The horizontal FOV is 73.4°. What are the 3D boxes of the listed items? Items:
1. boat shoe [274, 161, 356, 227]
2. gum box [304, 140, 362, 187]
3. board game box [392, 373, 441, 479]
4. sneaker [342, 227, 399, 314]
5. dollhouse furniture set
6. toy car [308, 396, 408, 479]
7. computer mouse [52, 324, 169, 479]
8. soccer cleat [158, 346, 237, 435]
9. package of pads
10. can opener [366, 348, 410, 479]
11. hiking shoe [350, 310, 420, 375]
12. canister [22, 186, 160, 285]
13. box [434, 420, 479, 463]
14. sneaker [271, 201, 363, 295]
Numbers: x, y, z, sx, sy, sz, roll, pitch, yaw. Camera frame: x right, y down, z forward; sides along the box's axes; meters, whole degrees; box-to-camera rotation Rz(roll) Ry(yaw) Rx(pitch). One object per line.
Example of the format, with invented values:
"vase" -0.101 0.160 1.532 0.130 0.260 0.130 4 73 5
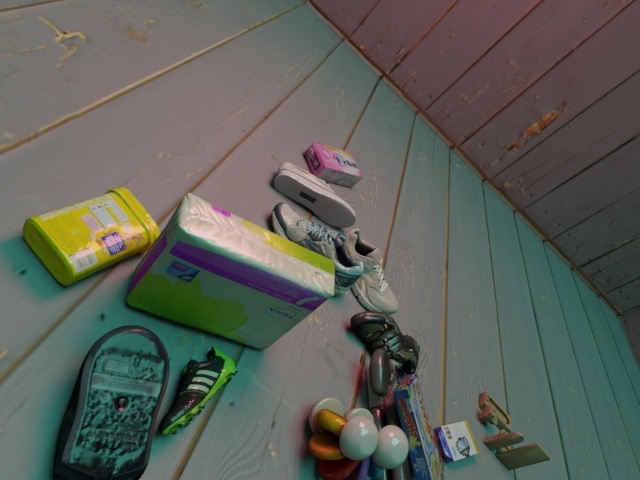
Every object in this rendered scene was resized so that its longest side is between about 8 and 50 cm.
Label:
"boat shoe" -0.009 -0.132 1.225 0.268 0.096 0.088 27 45 -16
"gum box" 0.039 -0.246 1.400 0.189 0.062 0.107 6 53 -44
"board game box" 0.210 0.405 0.929 0.136 0.035 0.201 7 68 -70
"sneaker" 0.132 0.084 1.148 0.262 0.121 0.099 48 36 -2
"dollhouse furniture set" 0.530 0.507 1.186 0.144 0.123 0.151 47 35 -3
"toy car" 0.059 0.385 0.797 0.182 0.159 0.136 29 75 -27
"computer mouse" -0.298 0.251 0.586 0.189 0.072 0.272 28 53 -30
"soccer cleat" -0.208 0.241 0.700 0.072 0.060 0.179 41 29 5
"package of pads" -0.155 0.075 0.756 0.297 0.229 0.101 27 39 -27
"can opener" 0.132 0.377 0.918 0.093 0.074 0.280 41 35 -41
"hiking shoe" 0.165 0.259 1.052 0.227 0.086 0.114 35 34 -20
"canister" -0.381 -0.011 0.726 0.126 0.073 0.170 51 37 2
"box" 0.334 0.499 1.067 0.136 0.028 0.081 10 51 -39
"sneaker" 0.000 0.000 1.081 0.283 0.122 0.110 47 35 -3
